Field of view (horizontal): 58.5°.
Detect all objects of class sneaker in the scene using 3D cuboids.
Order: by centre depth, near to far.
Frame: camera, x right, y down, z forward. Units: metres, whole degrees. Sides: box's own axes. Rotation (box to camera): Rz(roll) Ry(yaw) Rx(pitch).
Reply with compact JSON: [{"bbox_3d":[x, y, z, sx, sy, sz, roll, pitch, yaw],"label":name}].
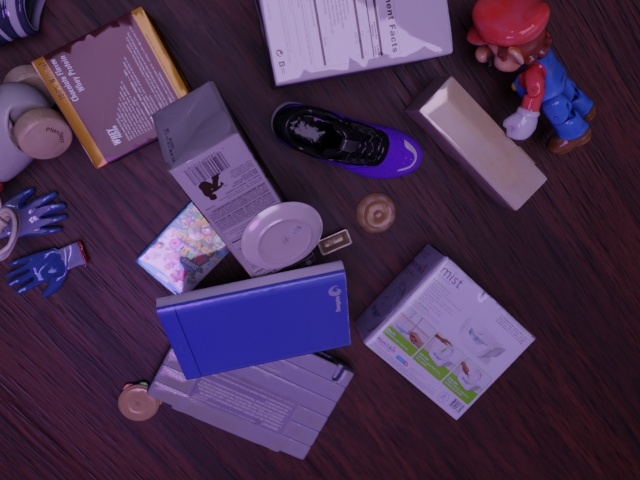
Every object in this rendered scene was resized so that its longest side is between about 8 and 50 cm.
[{"bbox_3d":[-0.542,-0.454,0.908,0.153,0.099,0.282,-9,111,0],"label":"sneaker"},{"bbox_3d":[0.053,-0.170,1.027,0.293,0.146,0.102,13,101,-10],"label":"sneaker"}]

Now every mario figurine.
[{"bbox_3d":[0.364,-0.306,1.039,0.170,0.198,0.320,-36,118,18],"label":"mario figurine"}]

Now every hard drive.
[{"bbox_3d":[-0.108,0.149,1.031,0.319,0.040,0.210,-11,134,-5],"label":"hard drive"}]

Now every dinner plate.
[{"bbox_3d":[-0.060,-0.002,0.931,0.141,0.017,0.141,-16,135,-17],"label":"dinner plate"}]

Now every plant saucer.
[{"bbox_3d":[0.112,-0.053,1.129,0.083,0.015,0.083,-2,103,-7],"label":"plant saucer"}]

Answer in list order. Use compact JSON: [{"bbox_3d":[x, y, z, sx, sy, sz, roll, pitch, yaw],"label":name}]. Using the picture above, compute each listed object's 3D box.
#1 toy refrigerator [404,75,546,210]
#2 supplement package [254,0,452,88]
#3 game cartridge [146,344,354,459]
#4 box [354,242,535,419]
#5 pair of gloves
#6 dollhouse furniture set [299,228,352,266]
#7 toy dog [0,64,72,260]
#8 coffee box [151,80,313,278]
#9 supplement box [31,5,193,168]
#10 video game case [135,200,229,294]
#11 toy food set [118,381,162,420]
[{"bbox_3d":[0.293,-0.185,1.078,0.269,0.102,0.094,42,94,-13],"label":"toy refrigerator"},{"bbox_3d":[0.047,-0.370,0.964,0.293,0.177,0.175,-12,104,-5],"label":"supplement package"},{"bbox_3d":[-0.140,0.282,1.153,0.355,0.068,0.230,28,102,-13],"label":"game cartridge"},{"bbox_3d":[0.244,0.180,1.142,0.262,0.127,0.231,40,95,-14],"label":"box"},{"bbox_3d":[-0.526,0.007,1.058,0.159,0.023,0.198,-21,104,0],"label":"pair of gloves"},{"bbox_3d":[0.000,0.000,1.092,0.114,0.081,0.091,-23,105,-2],"label":"dollhouse furniture set"},{"bbox_3d":[-0.557,-0.148,0.930,0.161,0.220,0.333,27,92,-55],"label":"toy dog"},{"bbox_3d":[-0.138,-0.086,0.946,0.119,0.168,0.297,-29,137,1],"label":"coffee box"},{"bbox_3d":[-0.329,-0.253,0.967,0.194,0.129,0.191,-28,105,-1],"label":"supplement box"},{"bbox_3d":[-0.254,0.018,1.098,0.119,0.015,0.166,43,95,-14],"label":"video game case"},{"bbox_3d":[-0.366,0.324,1.152,0.083,0.020,0.083,32,98,-13],"label":"toy food set"}]
